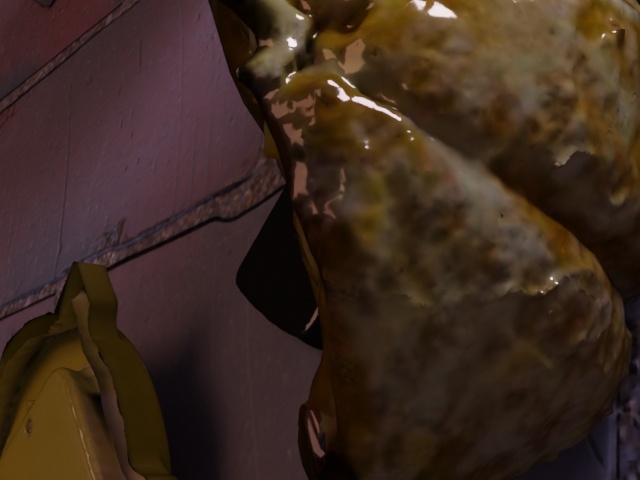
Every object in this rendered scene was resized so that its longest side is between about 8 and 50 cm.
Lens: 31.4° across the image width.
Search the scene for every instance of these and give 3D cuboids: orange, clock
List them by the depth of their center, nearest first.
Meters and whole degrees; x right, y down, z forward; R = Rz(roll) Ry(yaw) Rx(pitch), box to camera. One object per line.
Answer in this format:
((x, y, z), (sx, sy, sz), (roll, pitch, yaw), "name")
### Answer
((0.052, -0.063, 0.540), (0.271, 0.210, 0.368), (91, 162, -70), "orange")
((-0.182, 0.192, 0.843), (0.293, 0.071, 0.277), (-48, 49, 35), "clock")

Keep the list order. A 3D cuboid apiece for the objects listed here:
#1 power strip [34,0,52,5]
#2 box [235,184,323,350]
((-0.327, -0.390, 1.462), (0.192, 0.035, 0.081), (-56, 34, 16), "power strip")
((0.000, 0.000, 0.768), (0.125, 0.027, 0.126), (-60, 32, 3), "box")
